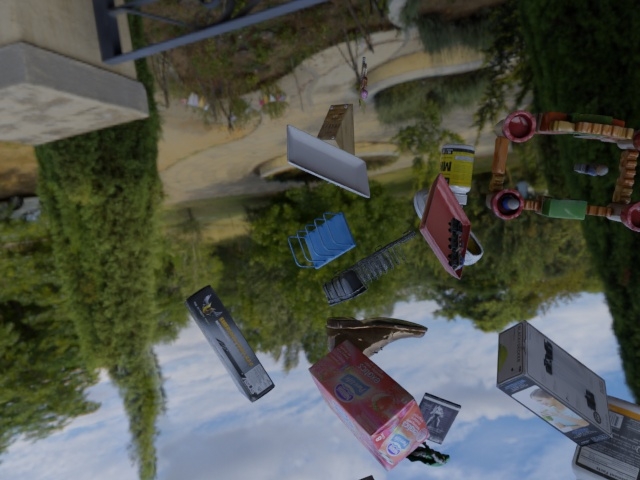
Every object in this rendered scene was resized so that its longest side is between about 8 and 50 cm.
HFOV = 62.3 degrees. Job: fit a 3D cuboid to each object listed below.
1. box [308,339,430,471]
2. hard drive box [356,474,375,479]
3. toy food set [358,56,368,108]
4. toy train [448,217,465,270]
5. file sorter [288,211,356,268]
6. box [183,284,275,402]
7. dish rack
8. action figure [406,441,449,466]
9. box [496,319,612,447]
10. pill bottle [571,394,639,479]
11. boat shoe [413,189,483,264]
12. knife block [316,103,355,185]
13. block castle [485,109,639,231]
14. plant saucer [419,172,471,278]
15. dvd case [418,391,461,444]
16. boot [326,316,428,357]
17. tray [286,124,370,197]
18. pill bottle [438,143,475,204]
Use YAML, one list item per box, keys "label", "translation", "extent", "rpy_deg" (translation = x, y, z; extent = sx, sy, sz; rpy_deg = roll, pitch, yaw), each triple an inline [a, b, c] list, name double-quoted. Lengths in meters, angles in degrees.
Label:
- label: "box"
  translation: [0.116, 0.408, 1.349]
  extent: [0.142, 0.154, 0.300]
  rpy_deg: [-34, -147, -17]
- label: "hard drive box"
  translation: [0.082, 0.904, 1.762]
  extent: [0.232, 0.181, 0.089]
  rpy_deg: [-12, -144, -18]
- label: "toy food set"
  translation: [0.118, -0.420, 1.415]
  extent: [0.019, 0.122, 0.078]
  rpy_deg: [3, -144, -1]
- label: "toy train"
  translation: [0.332, 0.010, 1.291]
  extent: [0.036, 0.158, 0.027]
  rpy_deg: [22, 140, -13]
- label: "file sorter"
  translation: [0.000, 0.000, 1.649]
  extent: [0.170, 0.118, 0.104]
  rpy_deg: [-33, 159, 33]
- label: "box"
  translation: [-0.188, 0.203, 1.059]
  extent: [0.056, 0.231, 0.183]
  rpy_deg: [-33, -179, -17]
- label: "dish rack"
  translation: [0.139, 0.069, 1.418]
  extent: [0.271, 0.074, 0.208]
  rpy_deg: [-31, 179, -23]
- label: "action figure"
  translation: [0.405, 0.817, 2.029]
  extent: [0.232, 0.064, 0.137]
  rpy_deg: [23, -173, -25]
- label: "box"
  translation: [0.560, 0.344, 1.275]
  extent: [0.087, 0.290, 0.169]
  rpy_deg: [-43, -162, 42]
- label: "pill bottle"
  translation: [0.730, 0.541, 1.327]
  extent: [0.162, 0.279, 0.162]
  rpy_deg: [21, 171, 3]
- label: "boat shoe"
  translation: [0.516, -0.070, 2.107]
  extent: [0.135, 0.367, 0.156]
  rpy_deg: [-31, 169, -14]
- label: "knife block"
  translation: [0.084, -0.364, 2.086]
  extent: [0.088, 0.276, 0.242]
  rpy_deg: [5, 150, 30]
- label: "block castle"
  translation: [0.709, -0.197, 1.475]
  extent: [0.452, 0.303, 0.213]
  rpy_deg: [6, -171, 0]
- label: "plant saucer"
  translation: [0.407, -0.045, 1.739]
  extent: [0.047, 0.258, 0.259]
  rpy_deg: [-12, -140, 38]
- label: "dvd case"
  translation: [0.492, 0.777, 2.307]
  extent: [0.164, 0.221, 0.018]
  rpy_deg: [20, -158, 1]
- label: "boot"
  translation: [0.168, 0.288, 1.571]
  extent: [0.305, 0.115, 0.112]
  rpy_deg: [1, 178, -7]
- label: "tray"
  translation: [0.017, -0.209, 1.449]
  extent: [0.270, 0.145, 0.030]
  rpy_deg: [20, 137, -28]
- label: "pill bottle"
  translation: [0.486, -0.236, 1.908]
  extent: [0.119, 0.209, 0.119]
  rpy_deg: [5, -177, 0]
